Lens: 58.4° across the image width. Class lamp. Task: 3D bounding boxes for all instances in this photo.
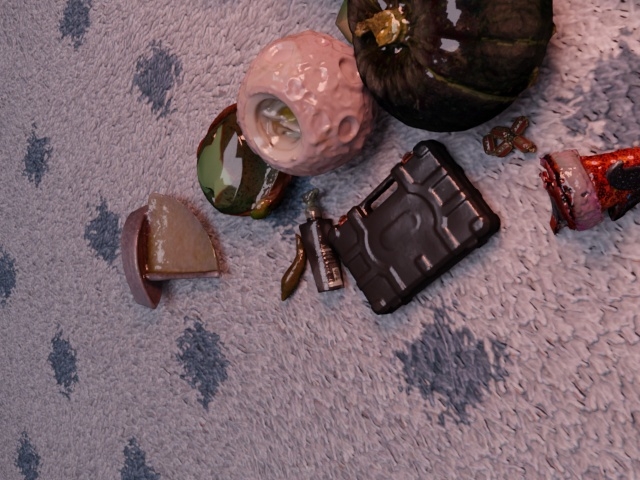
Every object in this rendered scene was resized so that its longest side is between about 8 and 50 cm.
[{"bbox_3d":[0.302,-0.161,0.928,0.083,0.031,0.063,-15,82,41],"label":"lamp"}]

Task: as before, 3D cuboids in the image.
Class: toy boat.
[{"bbox_3d":[-0.384,0.012,1.447,0.294,0.111,0.276,-24,77,24],"label":"toy boat"}]

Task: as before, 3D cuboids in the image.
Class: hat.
[{"bbox_3d":[0.425,-0.091,0.803,0.227,0.129,0.140,-22,120,20],"label":"hat"}]

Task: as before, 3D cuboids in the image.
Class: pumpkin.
[{"bbox_3d":[0.189,-0.326,0.872,0.323,0.241,0.323,22,119,47],"label":"pumpkin"}]

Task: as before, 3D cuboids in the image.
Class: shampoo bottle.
[{"bbox_3d":[0.000,0.000,1.158,0.063,0.057,0.207,-19,81,38],"label":"shampoo bottle"}]

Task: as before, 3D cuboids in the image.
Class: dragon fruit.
[{"bbox_3d":[-0.167,-0.166,1.243,0.268,0.130,0.295,44,118,22],"label":"dragon fruit"}]

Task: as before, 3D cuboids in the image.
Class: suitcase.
[{"bbox_3d":[0.156,-0.018,1.029,0.285,0.066,0.206,-45,67,31],"label":"suitcase"}]

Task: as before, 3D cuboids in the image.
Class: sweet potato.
[{"bbox_3d":[-0.056,0.063,1.220,0.041,0.038,0.153,19,104,12],"label":"sweet potato"}]

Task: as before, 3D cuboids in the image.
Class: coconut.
[{"bbox_3d":[0.071,-0.415,1.066,0.083,0.082,0.081,-14,121,42],"label":"coconut"}]

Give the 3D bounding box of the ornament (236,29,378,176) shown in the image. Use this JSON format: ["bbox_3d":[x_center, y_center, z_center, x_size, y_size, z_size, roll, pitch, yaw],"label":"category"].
[{"bbox_3d":[-0.018,-0.249,1.043,0.259,0.225,0.259,23,134,26],"label":"ornament"}]
